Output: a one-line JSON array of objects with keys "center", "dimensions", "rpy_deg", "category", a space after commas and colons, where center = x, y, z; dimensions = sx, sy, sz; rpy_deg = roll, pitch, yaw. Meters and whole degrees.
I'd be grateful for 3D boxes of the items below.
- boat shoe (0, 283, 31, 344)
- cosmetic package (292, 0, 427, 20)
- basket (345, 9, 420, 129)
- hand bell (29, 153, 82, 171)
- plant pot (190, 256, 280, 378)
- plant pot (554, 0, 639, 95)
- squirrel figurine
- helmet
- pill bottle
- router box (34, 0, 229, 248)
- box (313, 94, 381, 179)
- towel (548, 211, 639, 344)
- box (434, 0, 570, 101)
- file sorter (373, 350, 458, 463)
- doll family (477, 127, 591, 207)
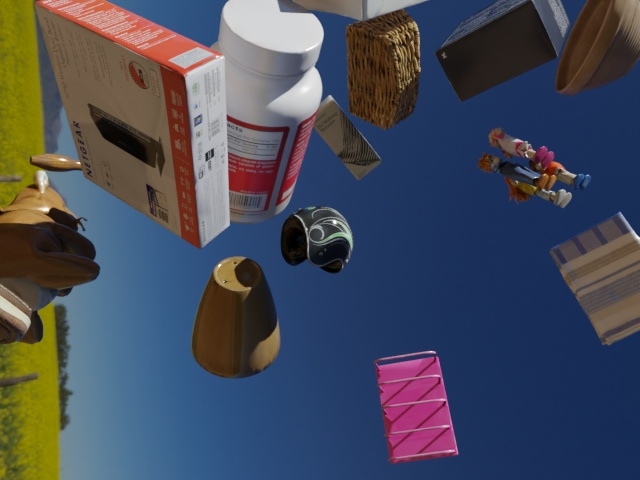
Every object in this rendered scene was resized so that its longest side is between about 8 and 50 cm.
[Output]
[{"center": [-0.429, 0.016, 0.573], "dimensions": [0.095, 0.257, 0.095], "rpy_deg": [-33, -148, 29], "category": "boat shoe"}, {"center": [0.144, -0.579, 1.078], "dimensions": [0.217, 0.384, 0.156], "rpy_deg": [32, -43, 39], "category": "cosmetic package"}, {"center": [0.224, -0.514, 1.570], "dimensions": [0.213, 0.223, 0.299], "rpy_deg": [33, -37, 34], "category": "basket"}, {"center": [-0.537, -0.173, 1.215], "dimensions": [0.126, 0.241, 0.126], "rpy_deg": [-3, -94, 45], "category": "hand bell"}, {"center": [-0.208, 0.174, 1.319], "dimensions": [0.237, 0.236, 0.255], "rpy_deg": [-122, -149, -41], "category": "plant pot"}, {"center": [0.591, -0.407, 1.086], "dimensions": [0.237, 0.109, 0.238], "rpy_deg": [19, 90, -86], "category": "plant pot"}, {"center": [-0.720, -0.020, 1.197], "dimensions": [0.281, 0.396, 0.371], "rpy_deg": [-48, -143, 25], "category": "squirrel figurine"}, {"center": [0.000, 0.000, 1.288], "dimensions": [0.169, 0.161, 0.170], "rpy_deg": [8, -80, 54], "category": "helmet"}, {"center": [-0.128, -0.239, 1.021], "dimensions": [0.408, 0.228, 0.229], "rpy_deg": [113, -38, -49], "category": "pill bottle"}, {"center": [-0.291, -0.186, 0.861], "dimensions": [0.301, 0.082, 0.336], "rpy_deg": [29, -40, 19], "category": "router box"}, {"center": [0.080, -0.344, 1.777], "dimensions": [0.113, 0.275, 0.094], "rpy_deg": [-39, -155, 12], "category": "box"}, {"center": [0.744, 0.096, 1.337], "dimensions": [0.209, 0.034, 0.285], "rpy_deg": [-32, -113, 22], "category": "towel"}, {"center": [0.535, -0.588, 1.537], "dimensions": [0.296, 0.294, 0.183], "rpy_deg": [-18, -66, 42], "category": "box"}, {"center": [0.274, 0.491, 1.552], "dimensions": [0.182, 0.201, 0.291], "rpy_deg": [59, 22, -64], "category": "file sorter"}, {"center": [0.421, -0.139, 1.102], "dimensions": [0.163, 0.262, 0.119], "rpy_deg": [40, -73, 49], "category": "doll family"}]
